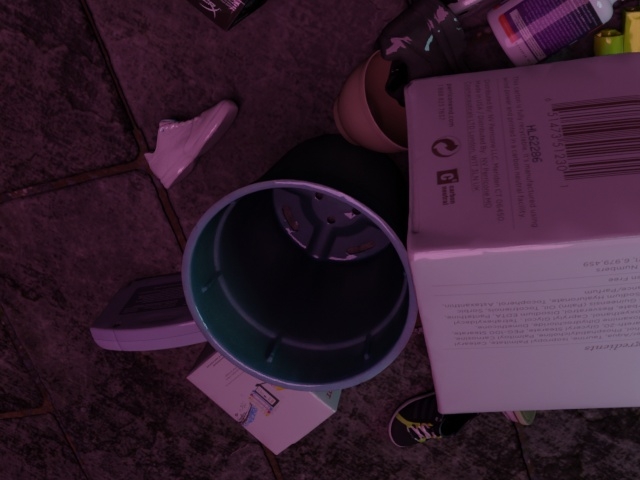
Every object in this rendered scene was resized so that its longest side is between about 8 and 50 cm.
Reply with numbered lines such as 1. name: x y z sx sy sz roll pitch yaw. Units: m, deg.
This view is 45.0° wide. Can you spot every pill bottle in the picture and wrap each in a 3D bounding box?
1. pill bottle: 0.347 -0.336 1.107 0.194 0.108 0.108 -31 106 25

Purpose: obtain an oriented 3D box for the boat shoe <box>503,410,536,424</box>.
1. boat shoe: 0.301 0.200 1.396 0.103 0.113 0.302 -13 109 39

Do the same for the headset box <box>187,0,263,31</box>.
1. headset box: -0.064 -0.458 1.077 0.110 0.218 0.293 38 118 -9

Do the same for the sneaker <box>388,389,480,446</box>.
1. sneaker: 0.218 0.340 1.482 0.084 0.097 0.235 45 117 -10

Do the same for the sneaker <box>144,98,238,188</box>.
1. sneaker: -0.234 -0.185 1.339 0.212 0.080 0.094 -41 90 28

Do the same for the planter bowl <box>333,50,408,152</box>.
1. planter bowl: 0.090 -0.207 1.217 0.109 0.162 0.162 -16 114 48

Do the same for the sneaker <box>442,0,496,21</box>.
1. sneaker: 0.231 -0.409 1.126 0.217 0.079 0.121 -24 88 34

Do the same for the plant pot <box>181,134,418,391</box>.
1. plant pot: 0.000 0.000 1.227 0.342 0.334 0.340 5 118 10

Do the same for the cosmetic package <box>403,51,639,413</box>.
1. cosmetic package: 0.302 0.007 1.087 0.328 0.329 0.393 -5 139 12

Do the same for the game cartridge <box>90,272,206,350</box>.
1. game cartridge: -0.265 0.125 1.428 0.295 0.196 0.060 -9 113 17

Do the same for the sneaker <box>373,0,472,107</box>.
1. sneaker: 0.168 -0.231 1.155 0.130 0.109 0.286 -36 130 2

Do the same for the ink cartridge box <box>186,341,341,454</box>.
1. ink cartridge box: -0.092 0.243 1.462 0.233 0.171 0.168 43 117 -11

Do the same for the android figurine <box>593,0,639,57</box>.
1. android figurine: 0.529 -0.258 1.137 0.249 0.056 0.272 1 114 12
